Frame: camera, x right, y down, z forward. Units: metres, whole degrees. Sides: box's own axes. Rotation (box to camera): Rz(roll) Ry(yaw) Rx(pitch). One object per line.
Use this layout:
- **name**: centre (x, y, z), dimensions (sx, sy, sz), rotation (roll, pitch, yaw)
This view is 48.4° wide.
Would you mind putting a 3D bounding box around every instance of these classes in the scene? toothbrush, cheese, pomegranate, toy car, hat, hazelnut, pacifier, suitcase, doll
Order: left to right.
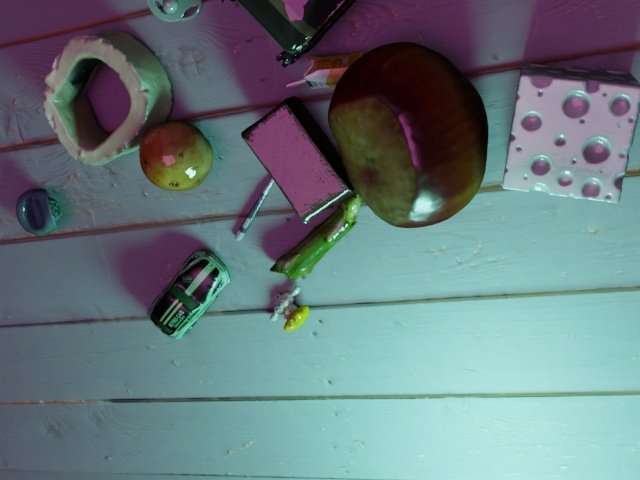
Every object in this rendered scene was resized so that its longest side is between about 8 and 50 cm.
- **hat**: centre (-0.815, -0.085, 2.096), dimensions (0.190, 0.078, 0.138), rotation (-3, 101, 38)
- **cheese**: centre (-0.566, -0.370, 1.868), dimensions (0.292, 0.153, 0.332), rotation (44, 114, -2)
- **pacifier**: centre (-0.357, -0.587, 1.746), dimensions (0.150, 0.117, 0.127), rotation (-25, 126, 20)
- **pomegranate**: centre (-0.373, -0.222, 1.842), dimensions (0.191, 0.191, 0.191), rotation (6, 111, 15)
- **toy car**: centre (-0.386, 0.165, 2.025), dimensions (0.136, 0.125, 0.306), rotation (42, 117, -1)
- **toothbrush**: centre (-0.160, -0.109, 1.907), dimensions (0.024, 0.026, 0.288), rotation (39, 117, 9)
- **doll**: centre (-0.082, 0.185, 1.978), dimensions (0.113, 0.071, 0.135), rotation (25, 110, 27)
- **suitcase**: centre (-0.023, -0.628, 1.582), dimensions (0.283, 0.194, 0.434), rotation (46, 114, -3)
- **hazelnut**: centre (0.199, -0.235, 1.593), dimensions (0.359, 0.359, 0.410), rotation (-12, 104, 21)

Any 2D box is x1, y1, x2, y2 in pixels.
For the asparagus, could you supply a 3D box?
- **asparagus**: centre (-0.001, 0.000, 1.872), dimensions (0.343, 0.082, 0.085), rotation (-39, 58, 25)

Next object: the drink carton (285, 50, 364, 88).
- **drink carton**: centre (0.013, -0.406, 1.711), dimensions (0.199, 0.084, 0.075), rotation (1, 78, 17)

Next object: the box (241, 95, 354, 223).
- **box**: centre (-0.047, -0.201, 1.740), dimensions (0.143, 0.184, 0.273), rotation (-34, 98, 15)

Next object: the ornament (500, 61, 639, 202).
- **ornament**: centre (0.528, -0.240, 1.525), dimensions (0.239, 0.240, 0.239), rotation (8, 112, 14)
